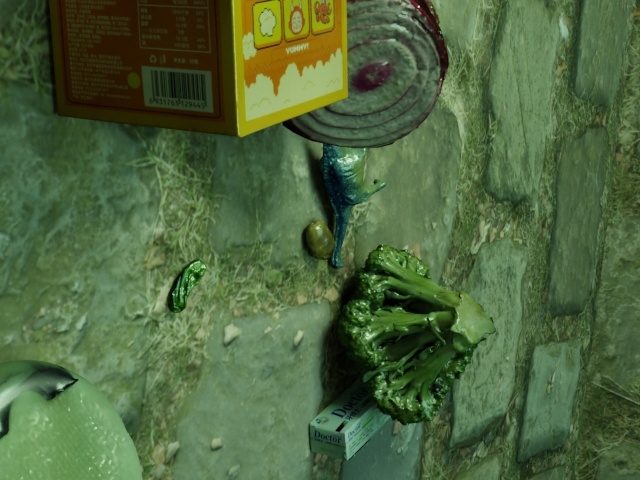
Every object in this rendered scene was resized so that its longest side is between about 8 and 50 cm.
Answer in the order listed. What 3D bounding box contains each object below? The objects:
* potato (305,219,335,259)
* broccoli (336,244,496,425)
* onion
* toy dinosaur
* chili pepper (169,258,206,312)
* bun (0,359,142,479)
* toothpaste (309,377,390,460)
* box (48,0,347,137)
[{"bbox_3d":[0.000,0.000,1.972,0.051,0.040,0.083,-60,144,-33],"label":"potato"},{"bbox_3d":[0.175,0.169,2.083,0.321,0.283,0.304,42,57,-23],"label":"broccoli"},{"bbox_3d":[0.022,-0.308,1.662,0.336,0.282,0.260,45,16,-46],"label":"onion"},{"bbox_3d":[0.042,-0.118,1.978,0.147,0.076,0.363,-44,140,-32],"label":"toy dinosaur"},{"bbox_3d":[-0.196,0.064,1.667,0.034,0.030,0.091,95,20,-65],"label":"chili pepper"},{"bbox_3d":[-0.356,0.289,1.307,0.293,0.187,0.293,32,46,-41],"label":"bun"},{"bbox_3d":[0.100,0.310,2.187,0.336,0.081,0.067,-33,125,-52],"label":"toothpaste"},{"bbox_3d":[-0.148,-0.265,1.406,0.259,0.283,0.214,-30,125,-54],"label":"box"}]
